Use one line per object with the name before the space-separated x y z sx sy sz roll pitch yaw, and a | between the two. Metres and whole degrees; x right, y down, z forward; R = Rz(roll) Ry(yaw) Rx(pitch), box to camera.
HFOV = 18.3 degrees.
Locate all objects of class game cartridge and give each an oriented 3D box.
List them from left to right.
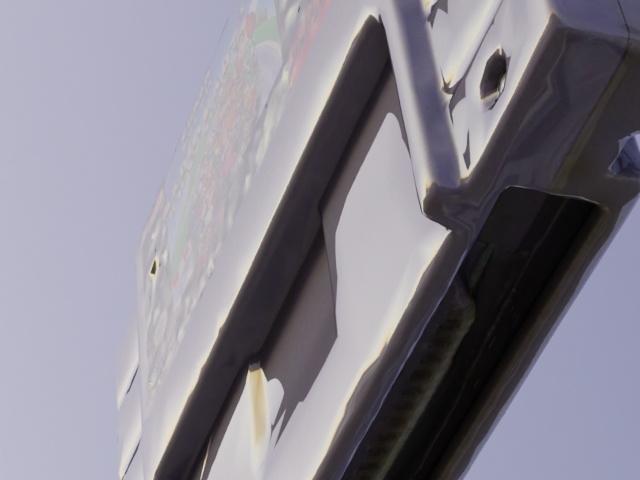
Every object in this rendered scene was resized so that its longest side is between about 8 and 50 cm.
game cartridge | 0.000 0.000 0.648 0.068 0.230 0.355 8 -48 -21
